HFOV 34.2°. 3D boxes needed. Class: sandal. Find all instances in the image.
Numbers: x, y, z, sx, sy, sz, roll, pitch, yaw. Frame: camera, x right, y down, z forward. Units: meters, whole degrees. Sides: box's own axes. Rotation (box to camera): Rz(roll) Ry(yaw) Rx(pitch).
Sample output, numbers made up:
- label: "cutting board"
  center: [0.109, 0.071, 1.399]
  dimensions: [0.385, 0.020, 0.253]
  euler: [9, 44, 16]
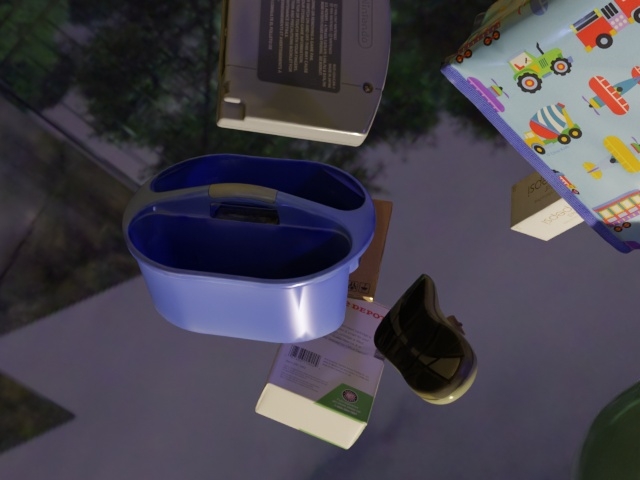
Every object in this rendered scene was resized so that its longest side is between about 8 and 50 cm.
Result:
- label: "sandal"
  center: [0.150, 0.145, 1.418]
  dimensions: [0.120, 0.086, 0.303]
  euler: [-49, -159, 12]

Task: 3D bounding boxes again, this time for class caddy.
- label: "caddy"
  center: [-0.093, -0.007, 1.403]
  dimensions: [0.341, 0.179, 0.241]
  euler: [6, -134, 12]

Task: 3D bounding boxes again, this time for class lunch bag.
- label: "lunch bag"
  center: [0.289, -0.116, 0.895]
  dimensions: [0.221, 0.293, 0.138]
  euler: [-31, -166, 38]

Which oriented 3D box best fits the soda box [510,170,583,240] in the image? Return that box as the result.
- label: "soda box"
  center: [0.356, -0.075, 1.454]
  dimensions: [0.216, 0.069, 0.074]
  euler: [-38, -140, 57]

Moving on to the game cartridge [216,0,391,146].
- label: "game cartridge"
  center: [-0.017, -0.257, 1.219]
  dimensions: [0.062, 0.198, 0.297]
  euler: [141, -46, -63]

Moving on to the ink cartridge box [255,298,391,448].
- label: "ink cartridge box"
  center: [0.013, 0.186, 1.613]
  dimensions: [0.092, 0.160, 0.219]
  euler: [115, -2, -48]

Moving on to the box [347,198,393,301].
- label: "box"
  center: [0.000, 0.000, 1.614]
  dimensions: [0.201, 0.021, 0.164]
  euler: [9, -110, 11]

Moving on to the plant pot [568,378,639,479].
- label: "plant pot"
  center: [0.393, 0.267, 1.049]
  dimensions: [0.290, 0.195, 0.290]
  euler: [-3, -101, 16]
